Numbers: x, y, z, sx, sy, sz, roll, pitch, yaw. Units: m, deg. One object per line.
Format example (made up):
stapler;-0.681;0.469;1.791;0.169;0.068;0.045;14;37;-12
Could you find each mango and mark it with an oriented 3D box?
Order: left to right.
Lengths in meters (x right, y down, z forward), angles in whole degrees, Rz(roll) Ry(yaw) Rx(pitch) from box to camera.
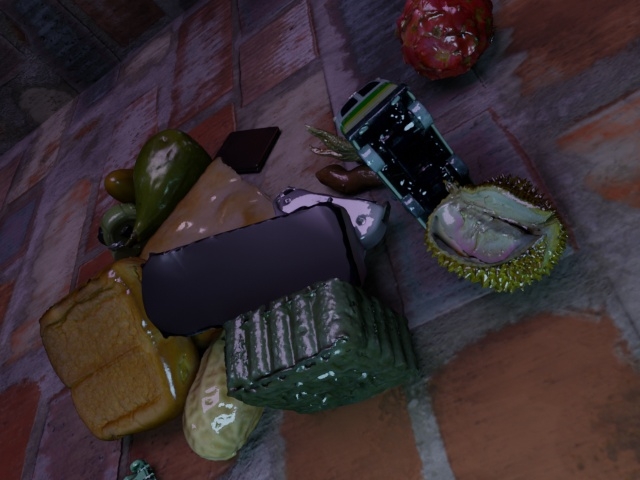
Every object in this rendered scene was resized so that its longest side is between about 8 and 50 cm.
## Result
mango;-0.528;-0.152;1.631;0.139;0.253;0.113;9;87;10

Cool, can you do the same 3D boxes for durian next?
durian;0.272;-0.011;0.893;0.193;0.138;0.237;-38;44;15

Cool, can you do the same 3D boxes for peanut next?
peanut;-0.155;0.250;1.053;0.147;0.147;0.305;-12;46;33

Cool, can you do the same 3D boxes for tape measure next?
tape measure;-0.539;-0.028;1.591;0.177;0.154;0.087;-44;41;-4
tape measure;0.000;0.000;1.100;0.236;0.120;0.197;12;82;18

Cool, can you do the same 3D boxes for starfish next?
starfish;0.089;-0.198;1.174;0.236;0.278;0.062;165;102;-68

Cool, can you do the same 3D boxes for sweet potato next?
sweet potato;0.077;-0.134;1.222;0.219;0.051;0.065;4;97;35

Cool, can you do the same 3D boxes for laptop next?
laptop;-0.213;-0.251;1.588;0.207;0.026;0.153;4;58;41

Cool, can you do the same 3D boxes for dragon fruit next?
dragon fruit;0.275;-0.472;1.228;0.205;0.210;0.268;21;70;5

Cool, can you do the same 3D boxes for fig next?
fig;-0.425;-0.137;1.516;0.314;0.233;0.233;-45;40;-3

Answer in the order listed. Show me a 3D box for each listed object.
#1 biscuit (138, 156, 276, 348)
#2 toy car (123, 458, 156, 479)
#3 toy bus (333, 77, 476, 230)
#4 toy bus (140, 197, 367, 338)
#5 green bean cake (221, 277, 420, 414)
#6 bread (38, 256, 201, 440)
biscuit;-0.241;0.044;1.296;0.429;0.104;0.446;29;78;38
toy car;-0.374;0.496;1.091;0.143;0.054;0.073;-47;42;-8
toy bus;0.152;-0.151;1.007;0.134;0.276;0.164;-41;34;7
toy bus;-0.111;0.059;0.989;0.387;0.162;0.171;-15;85;17
green bean cake;0.004;0.179;0.880;0.241;0.255;0.132;-27;53;21
bread;-0.393;0.226;1.158;0.337;0.148;0.327;-33;85;32
